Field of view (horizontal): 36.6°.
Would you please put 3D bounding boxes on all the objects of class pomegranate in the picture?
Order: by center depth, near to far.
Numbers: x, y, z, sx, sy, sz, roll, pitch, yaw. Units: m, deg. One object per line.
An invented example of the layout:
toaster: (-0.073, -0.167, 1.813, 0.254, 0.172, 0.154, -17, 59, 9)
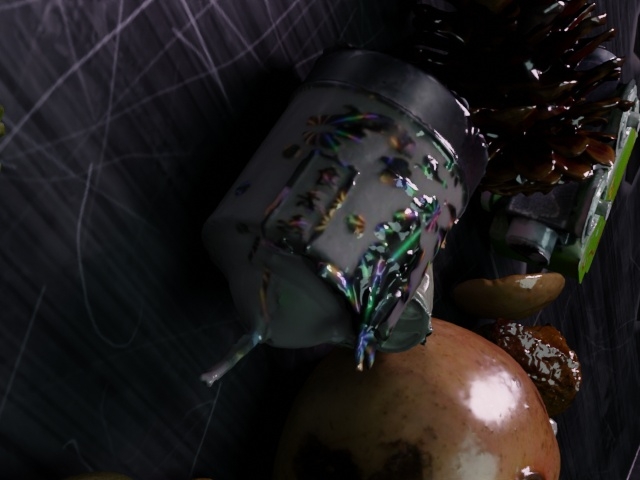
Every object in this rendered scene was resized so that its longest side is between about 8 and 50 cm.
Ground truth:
pomegranate: (0.096, 0.238, 0.988, 0.322, 0.322, 0.322, -33, 131, -49)

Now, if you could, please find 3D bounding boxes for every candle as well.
candle: (0.000, 0.000, 0.799, 0.330, 0.187, 0.187, -57, 146, -24)

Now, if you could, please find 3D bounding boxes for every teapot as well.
teapot: (0.060, 0.030, 0.963, 0.200, 0.107, 0.077, -79, 171, -63)

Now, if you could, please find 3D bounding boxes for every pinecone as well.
pinecone: (0.188, -0.185, 0.982, 0.246, 0.246, 0.292, -22, 106, -54)

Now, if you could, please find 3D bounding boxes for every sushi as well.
sushi: (0.261, 0.200, 1.361, 0.296, 0.179, 0.167, 90, -3, -81)

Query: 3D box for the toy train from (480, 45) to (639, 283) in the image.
toy train: (0.334, -0.099, 1.339, 0.307, 0.173, 0.249, -66, 158, -14)

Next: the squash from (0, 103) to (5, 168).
squash: (-0.201, -0.043, 0.488, 0.105, 0.132, 0.105, -29, 126, -50)

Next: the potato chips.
potato chips: (0.258, 0.081, 1.310, 0.201, 0.150, 0.049, 36, 46, -73)

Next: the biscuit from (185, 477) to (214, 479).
biscuit: (-0.139, 0.350, 0.842, 0.296, 0.075, 0.296, -33, 130, -48)

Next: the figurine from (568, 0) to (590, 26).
figurine: (0.264, -0.286, 1.171, 0.102, 0.111, 0.195, -37, 160, 14)

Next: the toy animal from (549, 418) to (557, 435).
toy animal: (0.236, 0.401, 1.432, 0.266, 0.188, 0.308, -72, 175, -76)

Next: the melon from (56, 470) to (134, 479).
melon: (-0.182, 0.221, 0.683, 0.162, 0.099, 0.099, -35, 133, -55)

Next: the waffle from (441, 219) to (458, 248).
waffle: (0.151, -0.056, 1.185, 0.092, 0.021, 0.135, 8, 97, -60)
